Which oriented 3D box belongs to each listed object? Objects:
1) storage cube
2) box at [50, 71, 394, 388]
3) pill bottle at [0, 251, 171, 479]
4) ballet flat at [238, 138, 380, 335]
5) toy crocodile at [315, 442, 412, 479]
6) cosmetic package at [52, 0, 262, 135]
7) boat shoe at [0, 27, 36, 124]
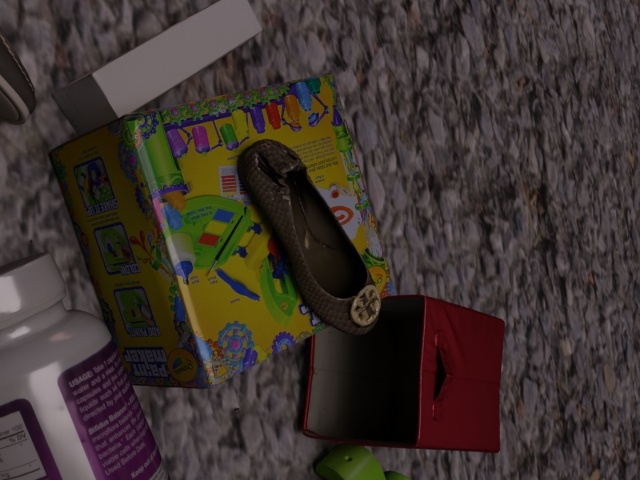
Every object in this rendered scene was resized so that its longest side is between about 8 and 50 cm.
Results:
[{"bbox_3d":[0.116,0.181,1.059,0.193,0.215,0.183,18,71,-45],"label":"storage cube"},{"bbox_3d":[-0.101,-0.017,0.913,0.290,0.177,0.279,-22,98,-42],"label":"box"},{"bbox_3d":[-0.257,0.171,0.752,0.169,0.169,0.301,-27,102,-41],"label":"pill bottle"},{"bbox_3d":[0.000,0.000,0.844,0.084,0.058,0.250,-45,114,-36],"label":"ballet flat"},{"bbox_3d":[0.102,0.418,1.093,0.115,0.105,0.340,-51,121,-35],"label":"toy crocodile"},{"bbox_3d":[-0.182,-0.207,0.922,0.239,0.099,0.060,-43,112,-36],"label":"cosmetic package"},{"bbox_3d":[-0.380,-0.256,0.743,0.335,0.112,0.095,46,61,-23],"label":"boat shoe"}]
